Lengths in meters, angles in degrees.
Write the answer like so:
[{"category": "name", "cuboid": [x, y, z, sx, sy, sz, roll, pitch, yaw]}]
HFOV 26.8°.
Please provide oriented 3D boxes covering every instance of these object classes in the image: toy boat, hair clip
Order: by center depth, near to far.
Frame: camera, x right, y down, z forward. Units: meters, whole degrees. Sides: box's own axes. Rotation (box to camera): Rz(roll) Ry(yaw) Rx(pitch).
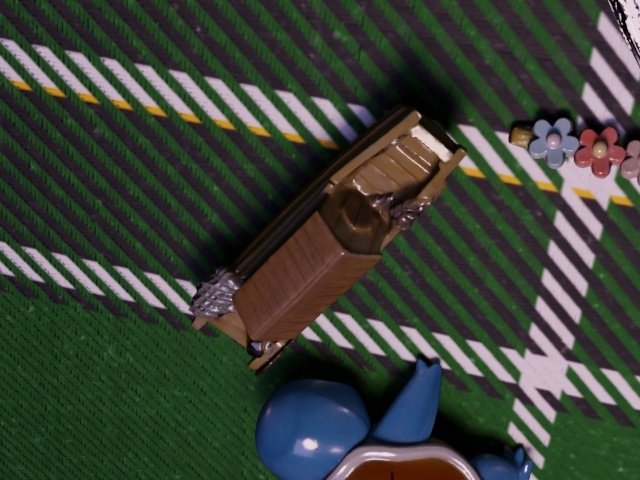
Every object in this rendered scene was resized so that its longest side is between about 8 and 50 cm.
[{"category": "hair clip", "cuboid": [0.306, -0.091, 1.427, 0.214, 0.062, 0.056, 15, 169, 4]}, {"category": "toy boat", "cuboid": [0.000, 0.000, 1.517, 0.136, 0.162, 0.445, 38, 126, -9]}]

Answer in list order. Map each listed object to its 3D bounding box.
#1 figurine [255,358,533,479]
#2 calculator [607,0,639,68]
[{"category": "figurine", "cuboid": [0.104, 0.330, 1.720, 0.416, 0.243, 0.298, 48, 136, 6]}, {"category": "calculator", "cuboid": [0.430, -0.234, 1.304, 0.274, 0.028, 0.166, -19, 118, 27]}]
